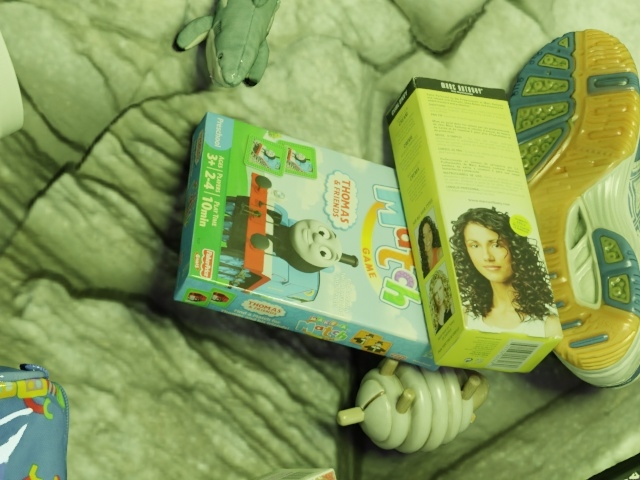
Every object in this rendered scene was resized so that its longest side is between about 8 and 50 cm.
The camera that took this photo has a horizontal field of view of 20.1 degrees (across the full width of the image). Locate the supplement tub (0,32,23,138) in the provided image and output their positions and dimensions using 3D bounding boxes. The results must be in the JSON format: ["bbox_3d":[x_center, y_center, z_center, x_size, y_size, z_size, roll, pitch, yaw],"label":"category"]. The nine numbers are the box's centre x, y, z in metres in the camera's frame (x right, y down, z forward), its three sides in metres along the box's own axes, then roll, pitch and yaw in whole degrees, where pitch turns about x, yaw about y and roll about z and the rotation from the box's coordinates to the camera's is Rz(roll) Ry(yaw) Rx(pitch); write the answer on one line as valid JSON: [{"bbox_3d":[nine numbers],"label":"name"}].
[{"bbox_3d":[-0.360,-0.097,1.224,0.272,0.191,0.191,-26,95,-17],"label":"supplement tub"}]

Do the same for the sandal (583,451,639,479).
[{"bbox_3d":[0.350,0.192,1.490,0.445,0.107,0.168,-22,95,-5],"label":"sandal"}]

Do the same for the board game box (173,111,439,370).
[{"bbox_3d":[0.000,0.000,1.374,0.211,0.039,0.160,17,50,-17],"label":"board game box"}]

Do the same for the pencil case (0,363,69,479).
[{"bbox_3d":[-0.225,0.235,1.285,0.133,0.119,0.306,-9,90,-21],"label":"pencil case"}]

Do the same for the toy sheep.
[{"bbox_3d":[0.072,0.123,1.402,0.132,0.091,0.091,-5,88,-23],"label":"toy sheep"}]

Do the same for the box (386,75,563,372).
[{"bbox_3d":[0.115,-0.015,1.380,0.087,0.058,0.232,5,54,-24],"label":"box"}]

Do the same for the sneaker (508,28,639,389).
[{"bbox_3d":[0.213,-0.022,1.457,0.111,0.131,0.297,-4,66,19],"label":"sneaker"}]

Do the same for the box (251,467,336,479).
[{"bbox_3d":[-0.110,0.234,1.275,0.324,0.067,0.063,-16,95,-48],"label":"box"}]

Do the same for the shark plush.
[{"bbox_3d":[-0.041,-0.186,1.393,0.073,0.067,0.161,38,77,-12],"label":"shark plush"}]
